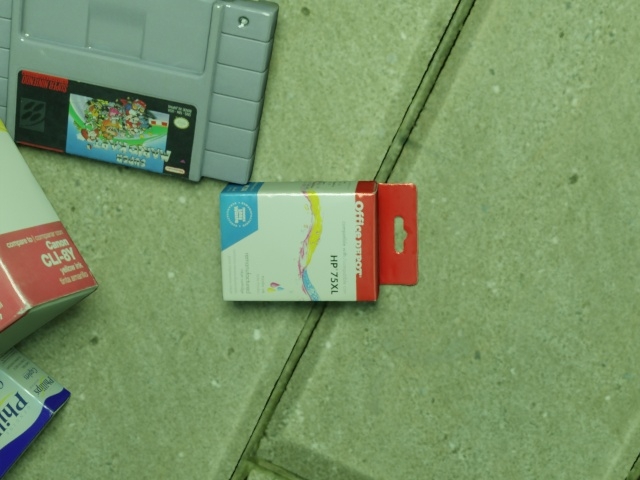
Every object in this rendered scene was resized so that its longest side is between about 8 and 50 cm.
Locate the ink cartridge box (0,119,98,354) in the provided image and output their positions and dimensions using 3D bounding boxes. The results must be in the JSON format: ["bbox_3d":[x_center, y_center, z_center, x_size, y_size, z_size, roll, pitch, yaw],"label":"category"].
[{"bbox_3d":[-0.481,-0.032,1.486,0.279,0.160,0.384,-33,86,24],"label":"ink cartridge box"}]

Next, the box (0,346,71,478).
[{"bbox_3d":[-0.412,0.207,1.633,0.137,0.072,0.126,39,103,-4],"label":"box"}]

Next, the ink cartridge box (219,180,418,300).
[{"bbox_3d":[0.000,0.000,1.545,0.231,0.078,0.134,-1,102,5],"label":"ink cartridge box"}]

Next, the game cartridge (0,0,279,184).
[{"bbox_3d":[-0.239,-0.199,1.510,0.355,0.068,0.230,12,114,3],"label":"game cartridge"}]
